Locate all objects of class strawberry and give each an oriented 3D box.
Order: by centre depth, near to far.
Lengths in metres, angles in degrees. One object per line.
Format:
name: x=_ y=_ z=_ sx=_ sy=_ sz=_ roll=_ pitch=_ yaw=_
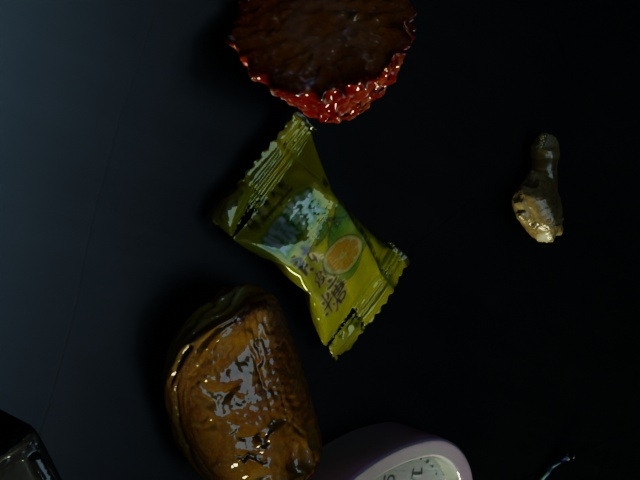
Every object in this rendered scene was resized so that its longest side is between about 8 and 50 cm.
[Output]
strawberry: x=0.003 y=-0.227 z=1.460 sx=0.234 sy=0.234 sz=0.178 roll=-50 pitch=157 yaw=-20

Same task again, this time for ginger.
ginger: x=0.323 y=-0.078 z=1.799 sx=0.096 sy=0.067 sz=0.165 roll=-3 pitch=88 yaw=-39

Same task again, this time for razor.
razor: x=0.360 y=0.404 z=1.951 sx=0.028 sy=0.044 sz=0.154 roll=36 pitch=77 yaw=-7

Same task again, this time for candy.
candy: x=0.000 y=0.000 z=1.540 sx=0.297 sy=0.081 sz=0.187 roll=49 pitch=68 yaw=-32

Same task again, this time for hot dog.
hot dog: x=-0.095 y=0.183 z=1.478 sx=0.196 sy=0.122 sz=0.272 roll=-33 pitch=114 yaw=-32

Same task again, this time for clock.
clock: x=0.080 y=0.423 z=1.680 sx=0.338 sy=0.102 sz=0.338 roll=-10 pitch=106 yaw=-38

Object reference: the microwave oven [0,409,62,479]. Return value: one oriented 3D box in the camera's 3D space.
microwave oven: x=-0.354 y=0.313 z=1.249 sx=0.178 sy=0.188 sz=0.247 roll=-34 pitch=119 yaw=-29
